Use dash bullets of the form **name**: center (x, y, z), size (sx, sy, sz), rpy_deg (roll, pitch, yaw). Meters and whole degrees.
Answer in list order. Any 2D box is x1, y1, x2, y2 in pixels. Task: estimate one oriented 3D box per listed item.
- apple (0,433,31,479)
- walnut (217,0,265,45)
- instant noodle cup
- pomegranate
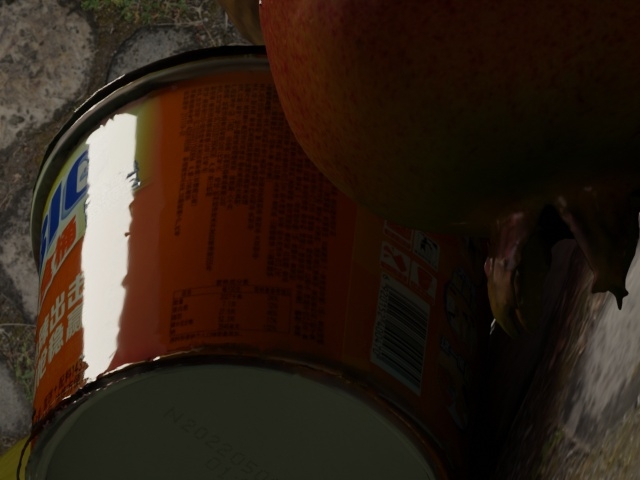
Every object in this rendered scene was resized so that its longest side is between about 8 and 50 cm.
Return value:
- **apple**: center (-0.138, 0.259, 1.448), size (0.254, 0.292, 0.292), rpy_deg (-58, 9, 37)
- **walnut**: center (0.078, -0.238, 1.144), size (0.344, 0.306, 0.306), rpy_deg (107, -179, -46)
- **instant noodle cup**: center (-0.036, 0.070, 1.088), size (0.214, 0.296, 0.296), rpy_deg (-85, 16, -50)
- **pomegranate**: center (0.083, -0.084, 0.806), size (0.221, 0.221, 0.257), rpy_deg (123, 141, -66)
